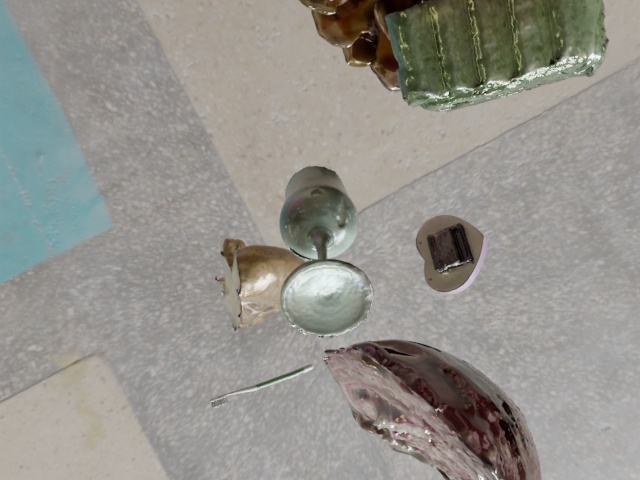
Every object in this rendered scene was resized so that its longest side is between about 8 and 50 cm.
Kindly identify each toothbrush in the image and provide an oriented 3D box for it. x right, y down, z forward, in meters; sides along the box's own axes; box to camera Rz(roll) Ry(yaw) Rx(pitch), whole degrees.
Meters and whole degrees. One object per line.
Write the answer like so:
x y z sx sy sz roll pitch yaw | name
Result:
-0.127 0.325 1.419 0.257 0.018 0.024 -16 79 -28 | toothbrush

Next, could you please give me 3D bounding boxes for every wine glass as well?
0.000 0.000 0.582 0.079 0.195 0.079 -1 121 -2 | wine glass

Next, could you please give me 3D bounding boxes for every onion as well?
0.155 0.202 0.765 0.314 0.280 0.146 35 67 31 | onion

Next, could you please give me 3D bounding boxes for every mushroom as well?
-0.101 0.071 1.137 0.151 0.285 0.156 -11 80 -17 | mushroom

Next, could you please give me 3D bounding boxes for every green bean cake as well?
0.166 -0.178 0.574 0.173 0.181 0.094 -9 99 24 | green bean cake

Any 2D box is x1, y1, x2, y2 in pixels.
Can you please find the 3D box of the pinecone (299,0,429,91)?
0.162 -0.372 0.715 0.384 0.384 0.385 0 87 1 | pinecone

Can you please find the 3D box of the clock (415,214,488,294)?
0.317 0.023 1.521 0.172 0.064 0.198 -25 63 29 | clock
